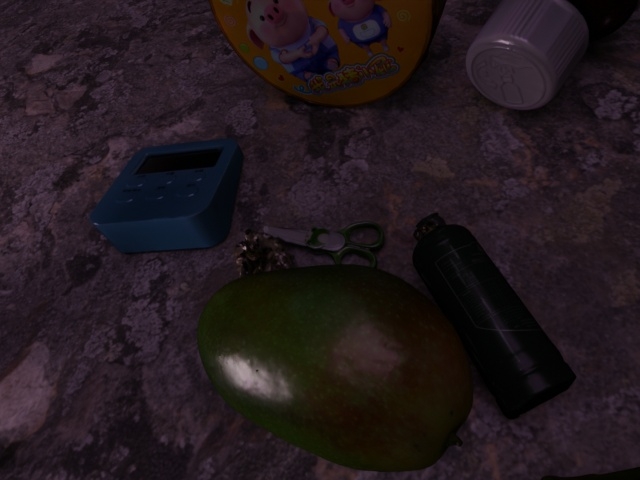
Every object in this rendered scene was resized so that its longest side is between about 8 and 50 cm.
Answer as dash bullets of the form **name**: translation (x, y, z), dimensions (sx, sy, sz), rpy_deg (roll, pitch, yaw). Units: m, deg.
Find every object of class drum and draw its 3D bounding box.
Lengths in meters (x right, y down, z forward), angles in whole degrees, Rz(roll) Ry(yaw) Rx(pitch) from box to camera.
- **drum**: translation (0.025, -0.466, 0.825), dimensions (0.431, 0.431, 0.214), rpy_deg (10, 59, 20)

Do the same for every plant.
- **plant**: translation (-0.102, 0.032, 0.709), dimensions (0.116, 0.122, 0.104), rpy_deg (35, 82, 23)

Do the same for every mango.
- **mango**: translation (-0.003, 0.132, 0.571), dimensions (0.382, 0.201, 0.225), rpy_deg (13, 84, 32)

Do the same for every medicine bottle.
- **medicine bottle**: translation (0.421, -0.429, 0.821), dimensions (0.242, 0.242, 0.395), rpy_deg (35, 82, 30)

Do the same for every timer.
- **timer**: translation (-0.277, -0.105, 0.858), dimensions (0.232, 0.091, 0.250), rpy_deg (-5, 53, 11)

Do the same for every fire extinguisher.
- **fire extinguisher**: translation (0.208, 0.071, 0.624), dimensions (0.114, 0.095, 0.311), rpy_deg (5, 45, -38)

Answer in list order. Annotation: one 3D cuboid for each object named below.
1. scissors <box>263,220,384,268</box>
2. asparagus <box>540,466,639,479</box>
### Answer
- **scissors**: translation (0.000, 0.000, 0.756), dimensions (0.204, 0.027, 0.101), rpy_deg (12, 60, 19)
- **asparagus**: translation (0.288, 0.282, 0.484), dimensions (0.278, 0.060, 0.067), rpy_deg (-13, 36, 5)
